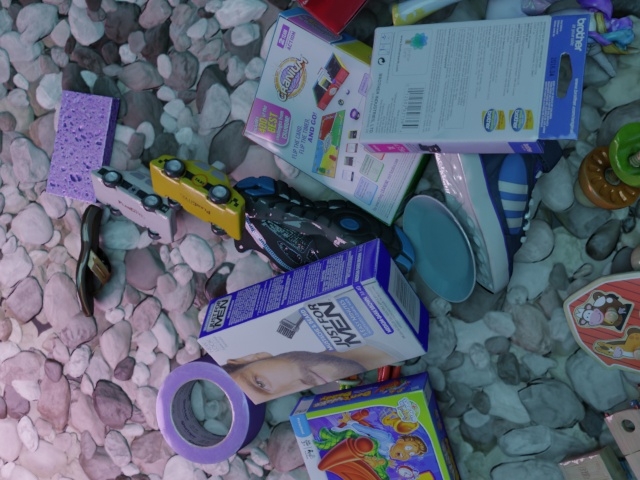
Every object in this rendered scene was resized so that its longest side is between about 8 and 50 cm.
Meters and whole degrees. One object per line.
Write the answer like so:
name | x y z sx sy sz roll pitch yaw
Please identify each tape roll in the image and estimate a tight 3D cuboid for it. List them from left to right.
tape roll | -0.203 0.310 1.474 0.189 0.080 0.189 1 92 18

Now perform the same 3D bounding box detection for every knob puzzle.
knob puzzle | 0.472 0.130 1.232 0.213 0.030 0.213 11 122 18

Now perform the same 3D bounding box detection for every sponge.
sponge | -0.466 -0.185 1.561 0.117 0.031 0.210 13 97 17

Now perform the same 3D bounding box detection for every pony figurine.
pony figurine | 0.292 -0.392 1.210 0.363 0.303 0.351 -5 123 15

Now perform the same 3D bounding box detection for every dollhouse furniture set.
dollhouse furniture set | 0.478 0.313 1.250 0.183 0.129 0.129 -34 81 46

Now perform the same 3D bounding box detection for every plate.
plate | 0.198 0.011 1.302 0.024 0.188 0.188 -23 84 -23

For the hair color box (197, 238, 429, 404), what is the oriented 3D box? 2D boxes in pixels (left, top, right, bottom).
hair color box | -0.011 0.143 1.330 0.339 0.110 0.185 -20 123 25

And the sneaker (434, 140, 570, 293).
sneaker | 0.321 -0.092 1.262 0.236 0.130 0.323 -27 119 -12

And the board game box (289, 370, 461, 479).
board game box | 0.115 0.414 1.341 0.233 0.078 0.347 -16 99 18

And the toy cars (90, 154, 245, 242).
toy cars | -0.262 -0.086 1.422 0.393 0.087 0.176 -2 130 47

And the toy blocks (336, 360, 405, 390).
toy blocks | 0.084 0.229 1.390 0.123 0.054 0.148 9 95 17

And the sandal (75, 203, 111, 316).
sandal | -0.434 0.041 1.547 0.060 0.090 0.219 6 87 -4

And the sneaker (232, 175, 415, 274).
sneaker | 0.000 0.000 1.392 0.340 0.125 0.140 22 122 17

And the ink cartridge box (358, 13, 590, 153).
ink cartridge box | 0.216 -0.216 1.124 0.311 0.065 0.186 3 77 29

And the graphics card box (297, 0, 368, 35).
graphics card box | 0.002 -0.509 1.268 0.233 0.094 0.371 -48 43 15

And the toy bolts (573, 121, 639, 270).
toy bolts | 0.521 -0.056 1.222 0.218 0.158 0.228 -16 74 -22

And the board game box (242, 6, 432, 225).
board game box | 0.040 -0.207 1.330 0.316 0.064 0.242 33 127 14
